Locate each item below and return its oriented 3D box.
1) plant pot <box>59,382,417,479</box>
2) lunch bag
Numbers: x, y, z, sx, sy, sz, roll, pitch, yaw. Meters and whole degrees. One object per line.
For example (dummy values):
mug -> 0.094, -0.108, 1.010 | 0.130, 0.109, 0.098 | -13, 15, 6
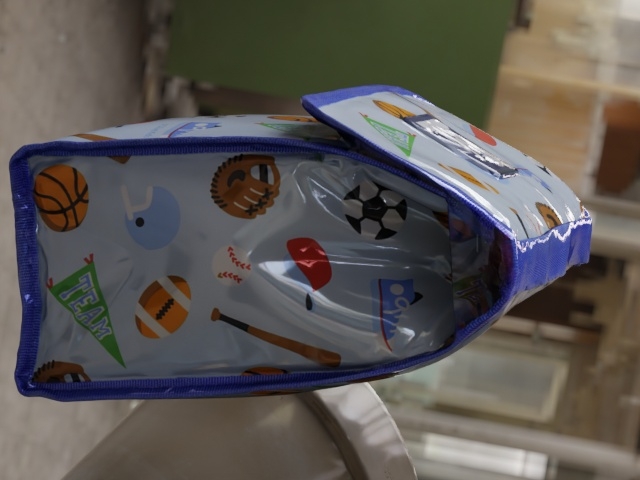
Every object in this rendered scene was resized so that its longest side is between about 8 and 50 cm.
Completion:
plant pot -> -0.111, 0.272, 1.713 | 0.280, 0.323, 0.323 | -26, 134, -44
lunch bag -> 0.000, 0.000, 1.415 | 0.328, 0.385, 0.239 | -16, 104, -71
